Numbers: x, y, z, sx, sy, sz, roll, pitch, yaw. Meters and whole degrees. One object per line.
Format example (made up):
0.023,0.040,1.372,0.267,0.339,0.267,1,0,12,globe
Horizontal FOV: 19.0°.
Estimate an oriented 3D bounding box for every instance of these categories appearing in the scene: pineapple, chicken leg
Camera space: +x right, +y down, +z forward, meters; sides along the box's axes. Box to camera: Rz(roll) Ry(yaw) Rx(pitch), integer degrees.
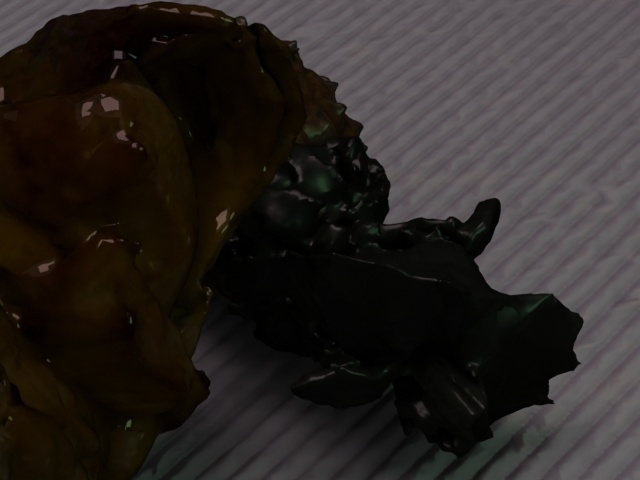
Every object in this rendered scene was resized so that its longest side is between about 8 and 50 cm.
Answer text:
0.000,0.000,0.730,0.119,0.111,0.237,-25,40,-24,pineapple
-0.136,0.011,0.687,0.295,0.182,0.409,-41,21,4,chicken leg
